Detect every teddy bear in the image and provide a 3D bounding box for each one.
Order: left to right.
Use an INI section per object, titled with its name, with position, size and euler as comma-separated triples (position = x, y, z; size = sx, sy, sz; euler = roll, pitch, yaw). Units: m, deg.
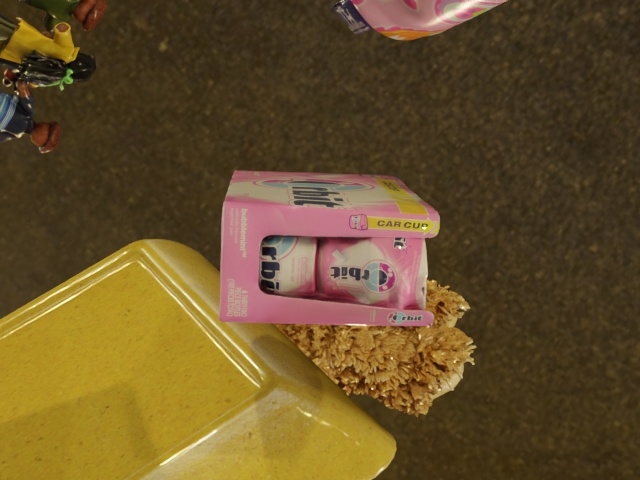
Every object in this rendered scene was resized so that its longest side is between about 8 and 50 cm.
[teddy bear]
position = -0.023, 0.091, 0.978
size = 0.337, 0.245, 0.113
euler = 3, 123, 19

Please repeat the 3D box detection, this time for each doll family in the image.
[doll family]
position = -0.231, -0.138, 0.817
size = 0.111, 0.076, 0.193
euler = 22, 150, -26

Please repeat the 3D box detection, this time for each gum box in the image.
[gum box]
position = 0.000, 0.000, 0.596
size = 0.107, 0.188, 0.062
euler = 2, 99, -3

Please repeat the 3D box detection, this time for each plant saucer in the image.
[plant saucer]
position = -0.170, 0.133, 0.775
size = 0.332, 0.332, 0.081
euler = 38, 154, 46

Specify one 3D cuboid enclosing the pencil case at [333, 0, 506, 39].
[pencil case]
position = 0.119, -0.213, 0.620
size = 0.284, 0.124, 0.124
euler = -15, 117, 53
